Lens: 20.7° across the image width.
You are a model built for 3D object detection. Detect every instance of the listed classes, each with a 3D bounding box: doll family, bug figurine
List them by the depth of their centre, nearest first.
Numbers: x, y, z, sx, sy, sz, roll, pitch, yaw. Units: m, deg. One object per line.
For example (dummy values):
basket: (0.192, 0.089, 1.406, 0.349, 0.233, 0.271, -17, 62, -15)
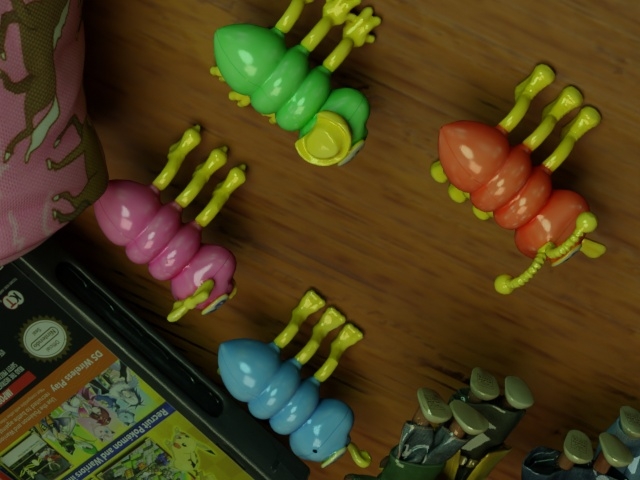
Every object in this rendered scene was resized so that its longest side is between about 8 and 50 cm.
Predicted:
bug figurine: (0.000, 0.000, 0.890, 0.216, 0.072, 0.279, 38, 125, -9)
doll family: (0.103, 0.131, 0.921, 0.193, 0.076, 0.111, 17, 120, -12)

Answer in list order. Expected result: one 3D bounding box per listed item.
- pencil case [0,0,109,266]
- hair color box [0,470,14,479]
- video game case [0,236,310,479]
pencil case: (-0.203, -0.165, 0.788, 0.167, 0.160, 0.386, 17, 127, 36)
hair color box: (-0.222, 0.188, 1.045, 0.072, 0.043, 0.141, 38, 129, -7)
video game case: (-0.181, 0.118, 1.029, 0.248, 0.035, 0.275, 43, 129, -12)
